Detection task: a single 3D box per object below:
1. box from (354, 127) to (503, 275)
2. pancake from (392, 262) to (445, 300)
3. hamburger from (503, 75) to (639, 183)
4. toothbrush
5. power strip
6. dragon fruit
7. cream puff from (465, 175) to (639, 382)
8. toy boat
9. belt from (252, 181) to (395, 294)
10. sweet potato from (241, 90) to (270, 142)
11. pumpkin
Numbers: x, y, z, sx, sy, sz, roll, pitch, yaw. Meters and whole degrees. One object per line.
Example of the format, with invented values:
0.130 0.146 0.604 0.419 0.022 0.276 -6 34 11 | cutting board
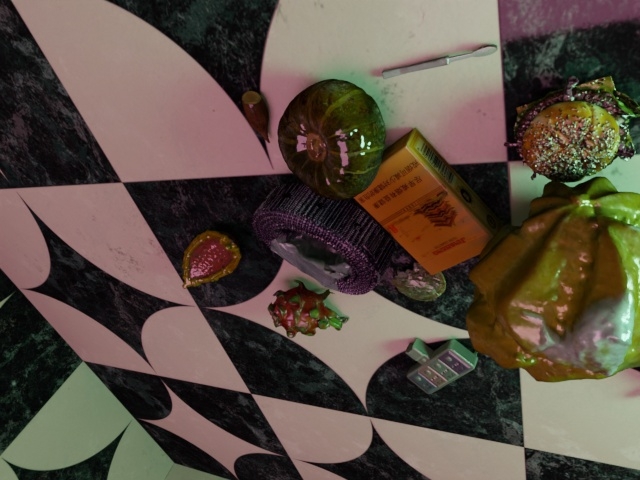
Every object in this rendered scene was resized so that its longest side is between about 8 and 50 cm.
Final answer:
0.208 -0.067 0.957 0.274 0.076 0.174 43 137 -14 | box
0.237 0.101 1.136 0.130 0.022 0.116 -26 117 41 | pancake
0.402 -0.165 0.753 0.164 0.093 0.190 46 133 -16 | hamburger
0.194 -0.298 0.793 0.195 0.017 0.014 -4 128 30 | toothbrush
0.305 0.324 1.289 0.145 0.061 0.215 38 136 1 | power strip
-0.027 0.192 1.294 0.236 0.135 0.137 10 138 -10 | dragon fruit
0.395 0.042 0.766 0.379 0.378 0.275 -22 106 40 | cream puff
-0.301 0.047 1.317 0.141 0.099 0.318 45 137 -11 | toy boat
0.000 0.000 1.064 0.325 0.122 0.260 25 152 14 | belt
-0.125 -0.250 0.983 0.050 0.049 0.117 4 138 24 | sweet potato
0.027 -0.194 0.884 0.219 0.162 0.218 24 126 37 | pumpkin
